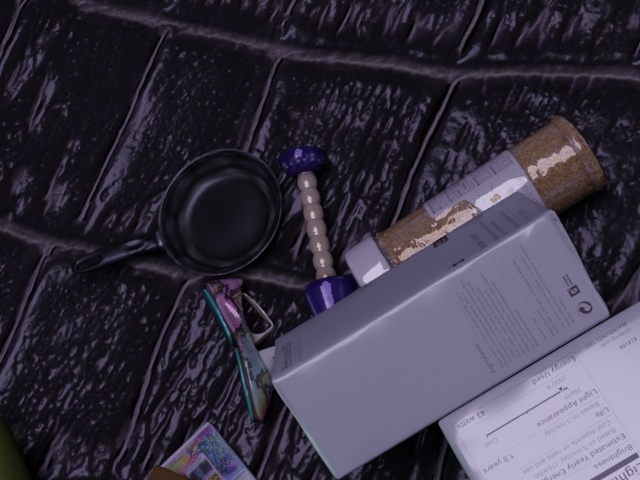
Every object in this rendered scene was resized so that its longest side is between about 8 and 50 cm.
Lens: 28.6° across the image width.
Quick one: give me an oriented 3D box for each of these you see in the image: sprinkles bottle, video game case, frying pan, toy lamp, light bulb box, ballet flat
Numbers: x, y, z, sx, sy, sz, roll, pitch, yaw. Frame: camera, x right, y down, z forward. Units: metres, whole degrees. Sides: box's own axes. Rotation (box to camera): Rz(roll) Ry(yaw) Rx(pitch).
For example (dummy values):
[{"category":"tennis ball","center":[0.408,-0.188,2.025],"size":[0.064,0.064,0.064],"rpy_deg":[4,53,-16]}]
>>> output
[{"category":"sprinkles bottle","center":[0.208,-0.028,1.705],"size":[0.355,0.121,0.121],"rpy_deg":[-33,65,4]},{"category":"video game case","center":[-0.169,0.357,1.750],"size":[0.157,0.019,0.143],"rpy_deg":[-44,64,1]},{"category":"frying pan","center":[-0.193,0.004,1.865],"size":[0.326,0.053,0.197],"rpy_deg":[-43,64,2]},{"category":"toy lamp","center":[0.000,0.000,1.789],"size":[0.080,0.080,0.274],"rpy_deg":[-15,67,13]},{"category":"light bulb box","center":[0.390,0.294,1.475],"size":[0.358,0.225,0.361],"rpy_deg":[-32,66,5]},{"category":"ballet flat","center":[-0.098,0.145,1.778],"size":[0.079,0.077,0.221],"rpy_deg":[-19,65,-10]}]

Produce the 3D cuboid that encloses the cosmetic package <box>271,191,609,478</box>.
[{"category":"cosmetic package","center":[0.137,0.110,1.559],"size":[0.385,0.217,0.156],"rpy_deg":[-31,98,2]}]

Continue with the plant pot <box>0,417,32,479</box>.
[{"category":"plant pot","center":[-0.493,0.392,1.733],"size":[0.275,0.275,0.293],"rpy_deg":[-20,51,11]}]

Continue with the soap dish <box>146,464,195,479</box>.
[{"category":"soap dish","center":[-0.143,0.450,1.639],"size":[0.291,0.118,0.229],"rpy_deg":[19,82,18]}]
